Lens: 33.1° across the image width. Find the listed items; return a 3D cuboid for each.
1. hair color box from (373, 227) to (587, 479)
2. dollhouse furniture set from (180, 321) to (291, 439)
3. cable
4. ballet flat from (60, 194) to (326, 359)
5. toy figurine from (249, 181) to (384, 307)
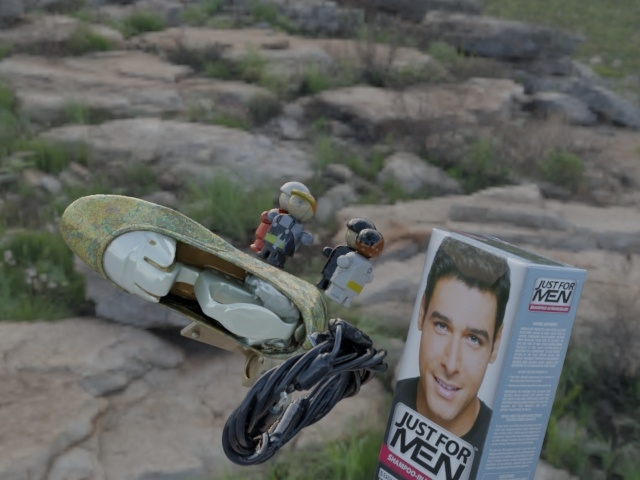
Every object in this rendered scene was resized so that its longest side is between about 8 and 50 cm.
[{"bbox_3d":[0.199,0.189,1.397,0.113,0.375,0.185,6,11,-36],"label":"hair color box"},{"bbox_3d":[-0.125,0.192,1.541,0.123,0.144,0.151,22,57,-25],"label":"dollhouse furniture set"},{"bbox_3d":[-0.010,0.134,0.904,0.047,0.150,0.184,43,-1,17],"label":"cable"},{"bbox_3d":[-0.152,0.047,1.292,0.348,0.123,0.123,24,25,-9],"label":"ballet flat"},{"bbox_3d":[0.000,0.000,1.811,0.213,0.148,0.209,31,0,-7],"label":"toy figurine"}]
